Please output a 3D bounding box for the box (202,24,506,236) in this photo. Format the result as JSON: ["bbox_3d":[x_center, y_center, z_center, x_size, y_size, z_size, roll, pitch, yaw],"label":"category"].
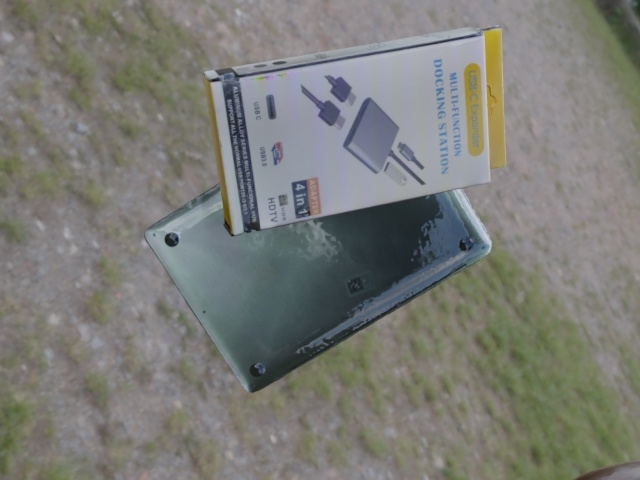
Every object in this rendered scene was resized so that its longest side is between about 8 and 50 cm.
[{"bbox_3d":[0.037,-0.089,0.807,0.033,0.247,0.129,-128,-153,-64],"label":"box"}]

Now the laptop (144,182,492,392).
[{"bbox_3d":[0.000,0.000,0.929,0.188,0.269,0.015,58,4,-13],"label":"laptop"}]

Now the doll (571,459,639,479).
[{"bbox_3d":[0.167,0.206,0.288,0.340,0.209,0.318,-29,107,-81],"label":"doll"}]
